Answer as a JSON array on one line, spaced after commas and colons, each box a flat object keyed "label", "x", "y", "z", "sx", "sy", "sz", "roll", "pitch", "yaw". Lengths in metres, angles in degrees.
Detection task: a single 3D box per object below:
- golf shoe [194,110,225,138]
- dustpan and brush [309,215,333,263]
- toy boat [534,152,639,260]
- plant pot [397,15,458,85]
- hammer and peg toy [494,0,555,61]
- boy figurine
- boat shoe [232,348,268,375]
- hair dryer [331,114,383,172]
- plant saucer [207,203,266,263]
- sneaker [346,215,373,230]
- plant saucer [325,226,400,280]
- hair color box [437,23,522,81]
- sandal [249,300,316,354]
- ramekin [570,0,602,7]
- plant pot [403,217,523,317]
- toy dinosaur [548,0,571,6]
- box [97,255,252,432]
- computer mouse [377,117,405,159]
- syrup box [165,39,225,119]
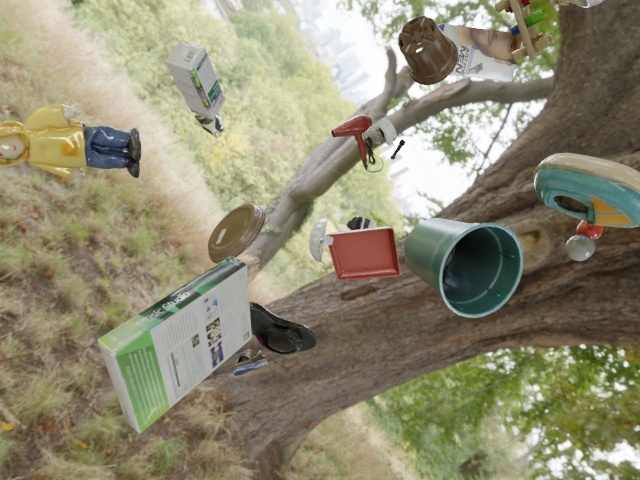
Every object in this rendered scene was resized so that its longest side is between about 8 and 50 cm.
[{"label": "golf shoe", "x": -0.461, "y": -0.500, "z": 1.818, "sx": 0.120, "sy": 0.105, "sz": 0.273, "roll": 60, "pitch": 6, "yaw": -22}, {"label": "dustpan and brush", "x": 0.000, "y": 0.000, "z": 1.241, "sx": 0.211, "sy": 0.060, "sz": 0.147, "roll": 1, "pitch": 98, "yaw": -68}, {"label": "toy boat", "x": 0.641, "y": -0.066, "z": 1.022, "sx": 0.267, "sy": 0.148, "sz": 0.318, "roll": 27, "pitch": -10, "yaw": 37}, {"label": "plant pot", "x": 0.330, "y": -0.606, "z": 1.360, "sx": 0.165, "sy": 0.167, "sz": 0.167, "roll": 15, "pitch": 48, "yaw": -56}, {"label": "hammer and peg toy", "x": 0.735, "y": -0.845, "z": 1.569, "sx": 0.266, "sy": 0.127, "sz": 0.361, "roll": -37, "pitch": 105, "yaw": -50}, {"label": "boy figurine", "x": -0.510, "y": -0.194, "z": 0.850, "sx": 0.285, "sy": 0.177, "sz": 0.092, "roll": 0, "pitch": 48, "yaw": -33}, {"label": "boat shoe", "x": -0.239, "y": 0.394, "z": 1.402, "sx": 0.066, "sy": 0.066, "sz": 0.183, "roll": 66, "pitch": 12, "yaw": 16}, {"label": "hair dryer", "x": 0.184, "y": -0.449, "z": 1.921, "sx": 0.293, "sy": 0.223, "sz": 0.080, "roll": 19, "pitch": -6, "yaw": -19}, {"label": "plant saucer", "x": -0.321, "y": -0.036, "z": 1.598, "sx": 0.041, "sy": 0.278, "sz": 0.278, "roll": 46, "pitch": 20, "yaw": -35}, {"label": "sneaker", "x": 0.180, "y": -0.040, "z": 2.238, "sx": 0.121, "sy": 0.217, "sz": 0.079, "roll": 23, "pitch": 31, "yaw": -1}, {"label": "plant saucer", "x": 0.171, "y": 0.046, "z": 1.693, "sx": 0.047, "sy": 0.259, "sz": 0.258, "roll": -83, "pitch": 162, "yaw": -48}, {"label": "hair color box", "x": 0.627, "y": -0.763, "z": 1.755, "sx": 0.110, "sy": 0.339, "sz": 0.185, "roll": -108, "pitch": -158, "yaw": -64}, {"label": "sandal", "x": -0.186, "y": 0.389, "z": 1.742, "sx": 0.446, "sy": 0.167, "sz": 0.107, "roll": 35, "pitch": 27, "yaw": -38}, {"label": "ramekin", "x": 0.562, "y": -0.639, "z": 0.952, "sx": 0.273, "sy": 0.127, "sz": 0.273, "roll": 27, "pitch": 32, "yaw": -19}, {"label": "plant pot", "x": 0.502, "y": 0.069, "z": 1.618, "sx": 0.341, "sy": 0.341, "sz": 0.334, "roll": 57, "pitch": -8, "yaw": -22}, {"label": "toy dinosaur", "x": 0.672, "y": -0.722, "z": 1.257, "sx": 0.183, "sy": 0.053, "sz": 0.092, "roll": 23, "pitch": 33, "yaw": -9}, {"label": "box", "x": -0.275, "y": 0.204, "z": 0.891, "sx": 0.322, "sy": 0.058, "sz": 0.232, "roll": -38, "pitch": 140, "yaw": -45}, {"label": "computer mouse", "x": 0.314, "y": -0.460, "z": 1.914, "sx": 0.042, "sy": 0.106, "sz": 0.193, "roll": 29, "pitch": -15, "yaw": 50}, {"label": "syrup box", "x": -0.388, "y": -0.501, "z": 1.362, "sx": 0.096, "sy": 0.093, "sz": 0.237, "roll": 22, "pitch": -18, "yaw": 12}]
